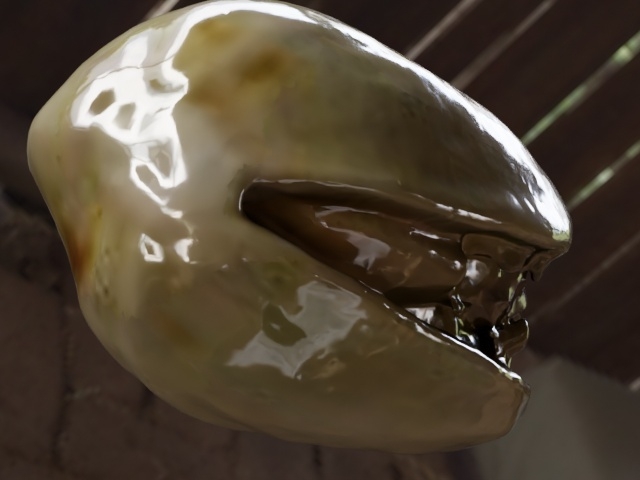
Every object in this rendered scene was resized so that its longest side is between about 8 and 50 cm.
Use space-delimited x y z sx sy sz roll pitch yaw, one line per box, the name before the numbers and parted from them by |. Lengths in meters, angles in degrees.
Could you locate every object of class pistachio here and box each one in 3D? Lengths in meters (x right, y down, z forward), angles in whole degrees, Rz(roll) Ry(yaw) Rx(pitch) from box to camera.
pistachio | 0.000 0.000 0.630 0.131 0.130 0.206 22 0 43
